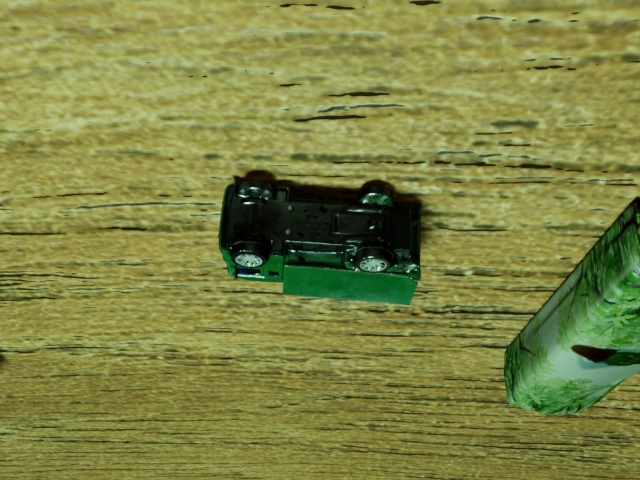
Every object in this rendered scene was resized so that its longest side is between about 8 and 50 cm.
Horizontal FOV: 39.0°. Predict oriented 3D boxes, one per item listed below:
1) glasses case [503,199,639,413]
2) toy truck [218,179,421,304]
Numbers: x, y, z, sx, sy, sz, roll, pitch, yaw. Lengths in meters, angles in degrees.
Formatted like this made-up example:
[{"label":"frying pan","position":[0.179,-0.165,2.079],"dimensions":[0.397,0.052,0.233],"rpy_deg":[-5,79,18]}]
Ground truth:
[{"label":"glasses case","position":[0.241,0.069,0.746],"dimensions":[0.095,0.062,0.272],"rpy_deg":[8,149,-5]},{"label":"toy truck","position":[0.000,0.000,0.664],"dimensions":[0.147,0.065,0.079],"rpy_deg":[5,152,-3]}]
